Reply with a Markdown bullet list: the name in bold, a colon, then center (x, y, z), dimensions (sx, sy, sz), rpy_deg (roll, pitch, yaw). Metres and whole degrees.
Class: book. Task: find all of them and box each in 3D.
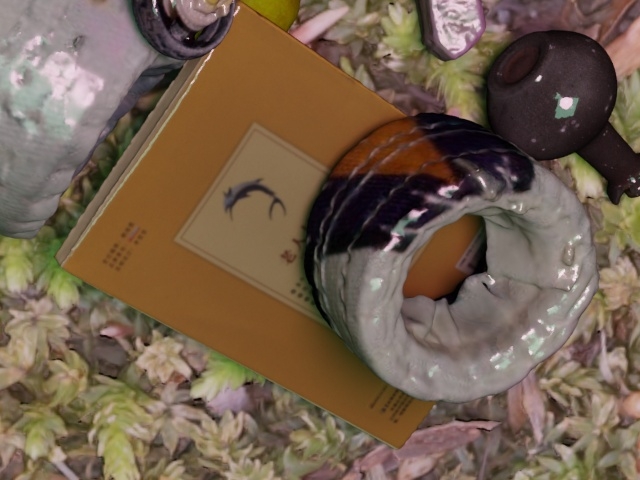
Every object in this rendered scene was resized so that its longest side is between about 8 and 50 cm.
- **book**: center (0.000, 0.000, 1.452), dimensions (0.389, 0.032, 0.269), rpy_deg (33, 97, -29)

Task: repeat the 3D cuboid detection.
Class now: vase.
- **vase**: center (0.228, -0.100, 1.469), dimensions (0.120, 0.120, 0.183), rpy_deg (-46, 119, 5)

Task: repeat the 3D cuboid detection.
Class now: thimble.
- **thimble**: center (-0.230, -0.123, 1.340), dimensions (0.172, 0.205, 0.250), rpy_deg (36, 121, -9)
- **thimble**: center (0.112, 0.016, 1.400), dimensions (0.237, 0.150, 0.237), rpy_deg (-9, 114, -21)

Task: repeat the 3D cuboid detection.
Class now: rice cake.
- **rice cake**: center (0.089, -0.329, 1.412), dimensions (0.056, 0.072, 0.365), rpy_deg (-10, 103, -3)

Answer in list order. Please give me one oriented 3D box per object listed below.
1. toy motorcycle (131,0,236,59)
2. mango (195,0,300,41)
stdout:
- **toy motorcycle**: center (-0.073, -0.311, 1.294), dimensions (0.223, 0.108, 0.340), rpy_deg (51, 58, -37)
- **mango**: center (-0.079, -0.224, 1.402), dimensions (0.117, 0.089, 0.163), rpy_deg (-16, 105, -8)
